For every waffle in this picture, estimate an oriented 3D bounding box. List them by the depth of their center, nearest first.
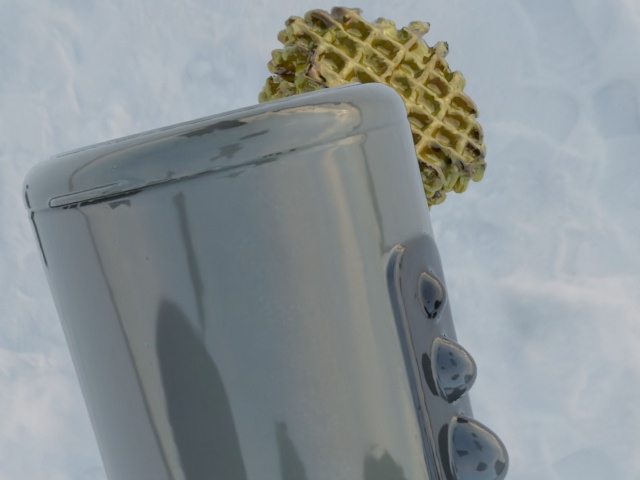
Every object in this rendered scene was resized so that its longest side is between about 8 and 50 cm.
[{"bbox_3d":[0.044,-0.107,0.872,0.197,0.070,0.193,-13,64,-41],"label":"waffle"}]

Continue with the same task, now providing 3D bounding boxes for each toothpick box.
[{"bbox_3d":[-0.013,0.083,0.586,0.229,0.229,0.316,-15,97,-6],"label":"toothpick box"}]
